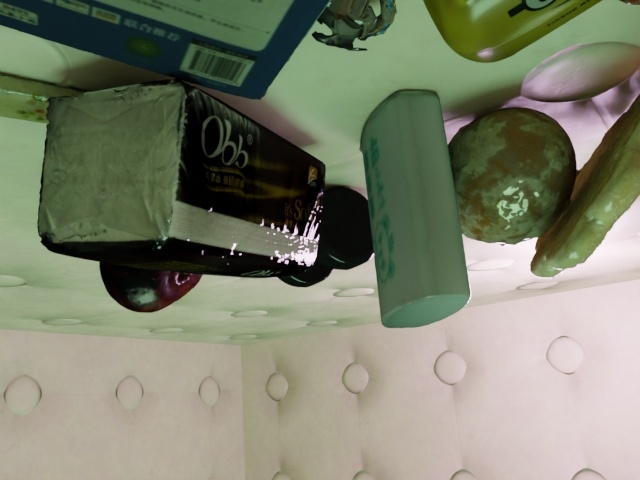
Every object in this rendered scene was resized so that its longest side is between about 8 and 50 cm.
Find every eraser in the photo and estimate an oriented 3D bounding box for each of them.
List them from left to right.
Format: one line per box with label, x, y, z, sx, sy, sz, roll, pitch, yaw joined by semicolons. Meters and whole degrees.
eraser;0.125;-0.038;0.825;0.104;0.290;0.189;1;160;-15

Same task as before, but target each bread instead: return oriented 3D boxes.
bread;-0.336;-0.167;0.731;0.153;0.028;0.068;5;160;-35
bread;0.393;-0.075;0.835;0.054;0.316;0.316;32;167;9

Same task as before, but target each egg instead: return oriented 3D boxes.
egg;0.266;-0.092;0.856;0.195;0.195;0.233;1;151;-16

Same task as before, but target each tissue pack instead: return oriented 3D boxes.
tissue pack;-0.153;-0.053;0.790;0.210;0.198;0.370;-4;171;23
tissue pack;0.158;-0.225;0.445;0.178;0.123;0.127;-29;164;24

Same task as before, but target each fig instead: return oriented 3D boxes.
fig;-0.361;0.026;1.173;0.249;0.204;0.186;25;138;22

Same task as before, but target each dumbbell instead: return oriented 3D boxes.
dumbbell;0.000;0.000;1.166;0.152;0.152;0.218;5;161;-29

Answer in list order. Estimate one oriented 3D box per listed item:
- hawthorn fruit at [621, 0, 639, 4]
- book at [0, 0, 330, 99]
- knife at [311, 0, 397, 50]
hawthorn fruit;0.279;-0.246;0.550;0.103;0.067;0.067;-11;163;28
book;-0.109;-0.249;0.424;0.300;0.039;0.428;12;159;-23
knife;0.055;-0.272;0.448;0.089;0.043;0.365;-1;162;-12
